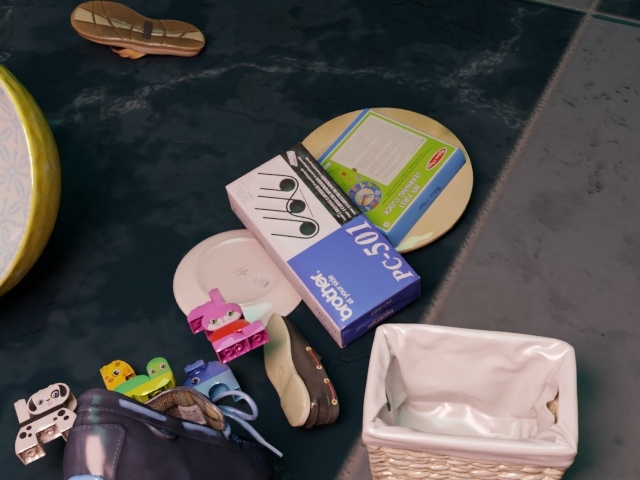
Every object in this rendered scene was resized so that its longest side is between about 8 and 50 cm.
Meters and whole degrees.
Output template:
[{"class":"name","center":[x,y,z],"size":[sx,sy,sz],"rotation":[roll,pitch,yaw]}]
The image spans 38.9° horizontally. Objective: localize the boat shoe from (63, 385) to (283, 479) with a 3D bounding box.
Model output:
[{"class":"boat shoe","center":[-0.093,0.148,0.672],"size":[0.109,0.258,0.089],"rotation":[-8,76,10]}]

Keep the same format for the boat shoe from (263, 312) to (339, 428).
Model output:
[{"class":"boat shoe","center":[-0.021,0.120,0.841],"size":[0.042,0.049,0.133],"rotation":[8,33,-28]}]

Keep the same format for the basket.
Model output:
[{"class":"basket","center":[0.123,0.148,0.762],"size":[0.167,0.103,0.113],"rotation":[4,48,8]}]

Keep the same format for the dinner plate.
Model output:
[{"class":"dinner plate","center":[-0.083,0.035,0.940],"size":[0.141,0.017,0.141],"rotation":[-1,48,1]}]

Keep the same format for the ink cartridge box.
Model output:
[{"class":"ink cartridge box","center":[0.000,0.000,0.919],"size":[0.097,0.046,0.207],"rotation":[-32,62,-14]}]

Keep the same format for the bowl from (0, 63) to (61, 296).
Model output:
[{"class":"bowl","center":[-0.374,-0.063,0.930],"size":[0.290,0.289,0.156],"rotation":[14,8,16]}]

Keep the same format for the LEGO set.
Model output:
[{"class":"LEGO set","center":[-0.161,0.124,0.818],"size":[0.227,0.087,0.093],"rotation":[-26,48,-11]}]

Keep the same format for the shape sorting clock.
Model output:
[{"class":"shape sorting clock","center":[0.065,-0.067,1.008],"size":[0.206,0.040,0.206],"rotation":[-5,52,6]}]

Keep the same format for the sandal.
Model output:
[{"class":"sandal","center":[-0.246,-0.272,1.218],"size":[0.180,0.049,0.072],"rotation":[11,53,-6]}]
